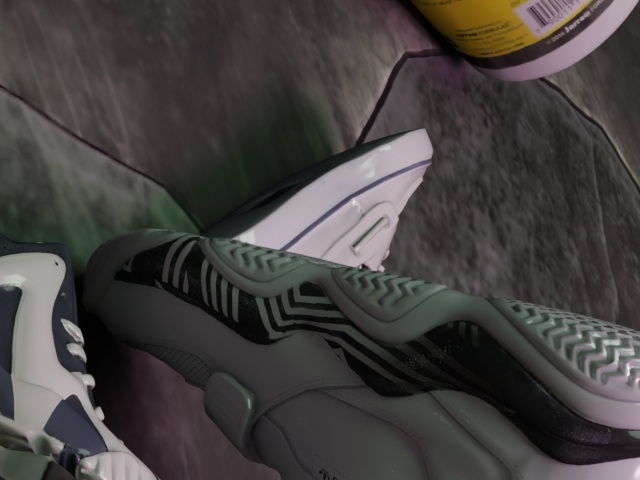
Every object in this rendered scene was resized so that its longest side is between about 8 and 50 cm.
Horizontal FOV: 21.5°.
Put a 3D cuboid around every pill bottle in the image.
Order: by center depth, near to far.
[{"bbox_3d":[0.101,-0.293,1.314,0.334,0.188,0.188,43,40,-33],"label":"pill bottle"}]

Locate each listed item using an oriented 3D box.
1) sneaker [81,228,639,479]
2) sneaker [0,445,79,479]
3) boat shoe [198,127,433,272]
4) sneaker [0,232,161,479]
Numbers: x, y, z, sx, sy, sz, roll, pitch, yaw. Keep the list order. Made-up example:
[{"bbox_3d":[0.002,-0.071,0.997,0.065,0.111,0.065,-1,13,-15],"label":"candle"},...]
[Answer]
[{"bbox_3d":[0.004,0.117,0.852,0.137,0.366,0.210,14,88,-54],"label":"sneaker"},{"bbox_3d":[-0.131,0.183,0.727,0.330,0.146,0.122,48,33,-19],"label":"sneaker"},{"bbox_3d":[0.000,0.000,1.096,0.258,0.095,0.084,-33,103,-46],"label":"boat shoe"},{"bbox_3d":[-0.132,0.070,0.819,0.235,0.094,0.153,32,37,-3],"label":"sneaker"}]
